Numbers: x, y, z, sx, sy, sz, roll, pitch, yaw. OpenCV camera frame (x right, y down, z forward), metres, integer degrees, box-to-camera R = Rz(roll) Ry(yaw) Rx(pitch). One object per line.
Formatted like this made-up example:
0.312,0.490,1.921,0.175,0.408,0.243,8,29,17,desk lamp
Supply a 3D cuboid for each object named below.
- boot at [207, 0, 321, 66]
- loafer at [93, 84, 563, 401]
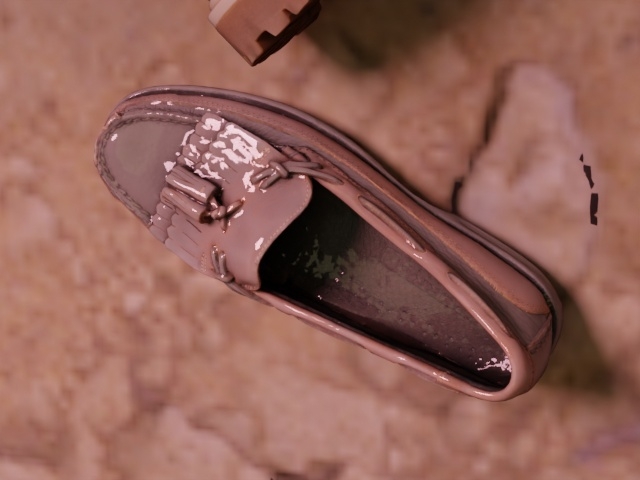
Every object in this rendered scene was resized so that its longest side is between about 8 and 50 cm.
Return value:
0.010,-0.120,0.393,0.158,0.059,0.085,-43,88,21,boot
0.000,0.000,0.437,0.125,0.039,0.045,27,110,4,loafer
